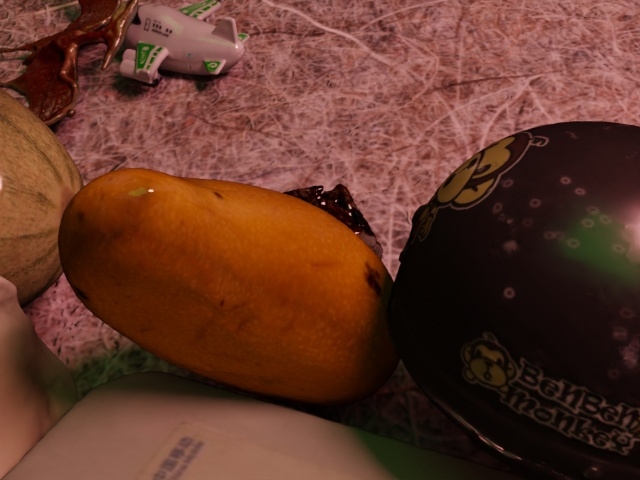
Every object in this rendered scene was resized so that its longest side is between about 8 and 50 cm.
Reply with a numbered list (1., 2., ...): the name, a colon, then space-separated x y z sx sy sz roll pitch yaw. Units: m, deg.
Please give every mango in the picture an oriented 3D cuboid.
1. mango: -0.053 0.031 0.497 0.177 0.295 0.120 -15 52 34

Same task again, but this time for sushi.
1. sushi: 0.001 0.001 0.634 0.094 0.098 0.084 -22 50 -12

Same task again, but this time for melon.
1. melon: -0.364 -0.038 0.598 0.329 0.249 0.249 12 50 2

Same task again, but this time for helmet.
1. helmet: 0.180 0.021 0.418 0.278 0.161 0.230 22 36 25

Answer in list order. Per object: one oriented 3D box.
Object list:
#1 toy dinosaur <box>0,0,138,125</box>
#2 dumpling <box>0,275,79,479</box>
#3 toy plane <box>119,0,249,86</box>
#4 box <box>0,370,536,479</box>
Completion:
1. toy dinosaur: -0.333 -0.237 0.840 0.206 0.113 0.327 18 68 36
2. dumpling: -0.329 0.128 0.453 0.317 0.243 0.187 -17 34 -14
3. toy plane: -0.170 -0.246 0.873 0.173 0.080 0.174 -4 48 4
4. box: -0.043 0.249 0.352 0.396 0.111 0.396 13 30 16
